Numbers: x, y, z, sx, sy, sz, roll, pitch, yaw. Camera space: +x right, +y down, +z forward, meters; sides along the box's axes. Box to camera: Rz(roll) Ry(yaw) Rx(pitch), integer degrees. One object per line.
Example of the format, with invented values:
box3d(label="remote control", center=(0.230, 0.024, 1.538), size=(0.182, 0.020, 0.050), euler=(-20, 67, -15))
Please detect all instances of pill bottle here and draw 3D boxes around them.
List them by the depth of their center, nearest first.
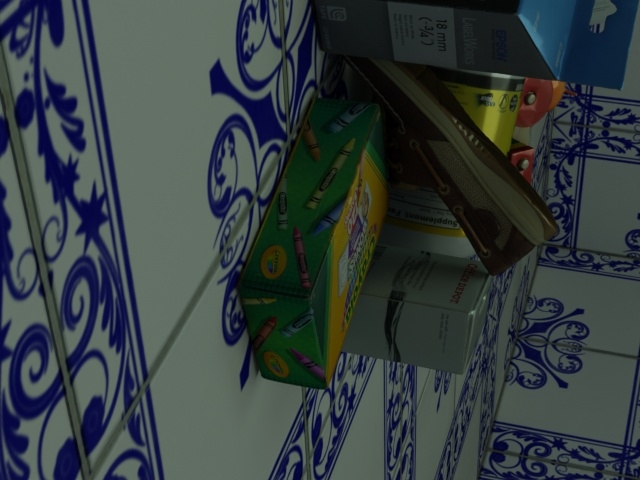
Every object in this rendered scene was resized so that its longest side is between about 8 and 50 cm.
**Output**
box3d(label="pill bottle", center=(0.144, -0.092, 1.660), size=(0.188, 0.187, 0.334), euler=(-34, 136, -70))

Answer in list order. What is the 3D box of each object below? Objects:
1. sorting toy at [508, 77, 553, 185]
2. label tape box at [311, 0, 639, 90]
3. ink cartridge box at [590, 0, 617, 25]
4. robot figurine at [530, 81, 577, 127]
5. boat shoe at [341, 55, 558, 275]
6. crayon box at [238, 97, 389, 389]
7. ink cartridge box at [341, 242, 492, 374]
box3d(label="sorting toy", center=(0.218, -0.149, 1.839), size=(0.257, 0.089, 0.256), euler=(-14, 120, -29))
box3d(label="label tape box", center=(0.184, -0.305, 1.419), size=(0.106, 0.333, 0.241), euler=(78, 25, -54))
box3d(label="ink cartridge box", center=(0.376, -0.440, 1.997), size=(0.330, 0.324, 0.071), euler=(109, -37, -57))
box3d(label="robot figurine", center=(0.310, -0.264, 2.134), size=(0.158, 0.219, 0.128), euler=(-80, 163, -67))
box3d(label="boat shoe", center=(0.124, -0.103, 1.504), size=(0.123, 0.342, 0.123), euler=(-42, -175, 17))
box3d(label="crayon box", center=(0.000, 0.000, 1.402), size=(0.165, 0.081, 0.278), euler=(81, 23, -50))
box3d(label="ink cartridge box", center=(0.091, 0.074, 1.536), size=(0.153, 0.208, 0.087), euler=(-51, 148, -62))
